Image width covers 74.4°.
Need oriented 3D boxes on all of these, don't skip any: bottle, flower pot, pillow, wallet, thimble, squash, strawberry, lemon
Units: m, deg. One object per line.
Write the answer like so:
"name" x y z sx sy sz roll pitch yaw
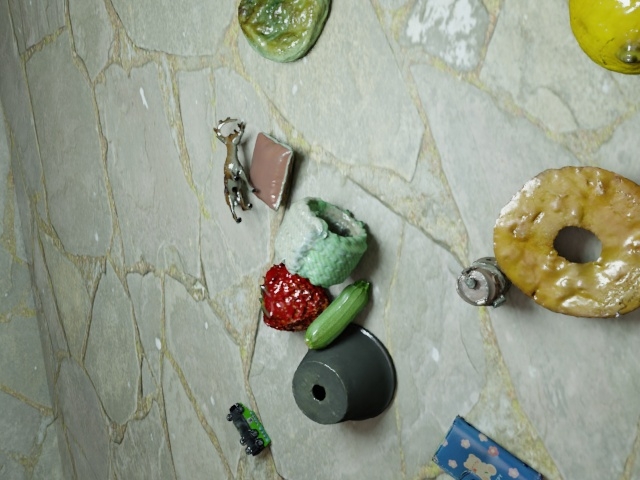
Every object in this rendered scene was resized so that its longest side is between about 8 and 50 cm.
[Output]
"bottle" 0.327 0.088 0.847 0.099 0.152 0.098 4 98 31
"flower pot" 0.035 0.355 1.066 0.269 0.166 0.269 5 99 35
"pillow" -0.133 -0.190 1.151 0.171 0.075 0.179 39 123 42
"wallet" 0.361 0.504 0.932 0.202 0.059 0.141 31 114 26
"thimble" 0.000 0.000 1.010 0.219 0.219 0.150 40 115 23
"squash" 0.046 0.184 1.047 0.219 0.077 0.068 -47 40 -9
"strawberry" -0.066 0.154 1.113 0.202 0.184 0.186 14 100 1
"lemon" 0.503 -0.387 0.631 0.228 0.228 0.253 -5 92 34

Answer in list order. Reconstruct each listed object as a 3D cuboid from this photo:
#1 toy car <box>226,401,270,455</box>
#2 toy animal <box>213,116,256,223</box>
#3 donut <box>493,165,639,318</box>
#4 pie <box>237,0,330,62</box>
"toy car" -0.226 0.586 1.324 0.071 0.062 0.165 -46 72 28
"toy animal" -0.253 -0.199 1.195 0.260 0.087 0.243 55 135 45
"donut" 0.469 0.003 0.768 0.278 0.108 0.277 5 99 32
"pie" -0.095 -0.601 1.082 0.277 0.078 0.277 5 100 31
